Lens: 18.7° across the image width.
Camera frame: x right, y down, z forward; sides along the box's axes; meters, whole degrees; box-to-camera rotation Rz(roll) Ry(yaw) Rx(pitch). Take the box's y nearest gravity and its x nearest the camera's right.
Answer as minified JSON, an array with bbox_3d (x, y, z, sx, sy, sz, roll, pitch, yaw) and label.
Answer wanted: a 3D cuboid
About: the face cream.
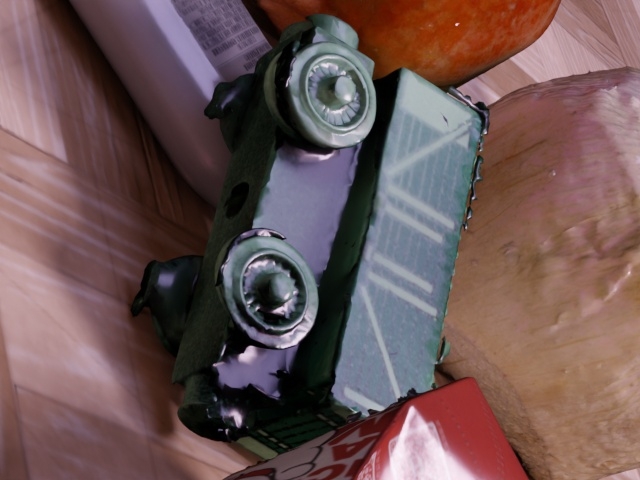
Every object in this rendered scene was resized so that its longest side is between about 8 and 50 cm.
[{"bbox_3d":[-0.060,-0.086,1.197,0.291,0.071,0.144,56,25,-6],"label":"face cream"}]

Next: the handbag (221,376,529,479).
[{"bbox_3d":[-0.011,0.162,0.865,0.151,0.171,0.298,65,21,10],"label":"handbag"}]

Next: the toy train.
[{"bbox_3d":[0.000,0.000,1.078,0.154,0.115,0.269,30,55,-25],"label":"toy train"}]

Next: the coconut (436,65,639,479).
[{"bbox_3d":[0.214,0.019,1.417,0.297,0.254,0.297,44,27,-30],"label":"coconut"}]

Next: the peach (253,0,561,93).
[{"bbox_3d":[0.051,-0.213,1.423,0.257,0.232,0.232,-11,69,-32],"label":"peach"}]
